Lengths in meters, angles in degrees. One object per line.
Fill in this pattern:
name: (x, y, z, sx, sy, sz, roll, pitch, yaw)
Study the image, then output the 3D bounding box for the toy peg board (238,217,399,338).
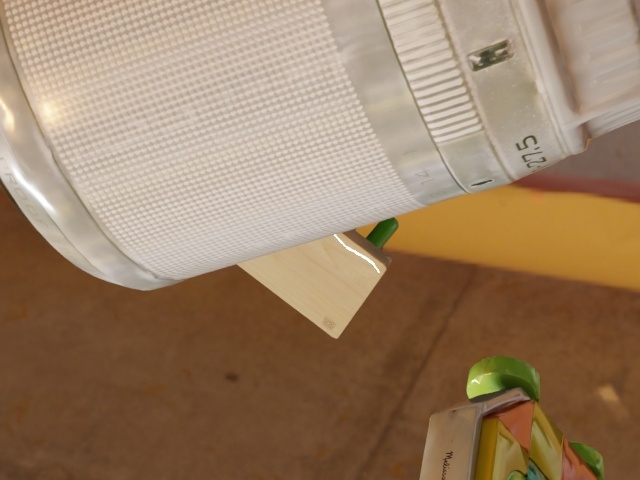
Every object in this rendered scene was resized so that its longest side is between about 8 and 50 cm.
toy peg board: (0.000, 0.000, 1.321, 0.161, 0.161, 0.079, 37, -128, 5)

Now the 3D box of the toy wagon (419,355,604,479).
toy wagon: (0.175, 0.262, 0.888, 0.068, 0.344, 0.267, -17, -140, 33)

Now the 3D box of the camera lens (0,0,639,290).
camera lens: (-0.013, -0.111, 0.535, 0.274, 0.219, 0.219, -17, -149, 14)
